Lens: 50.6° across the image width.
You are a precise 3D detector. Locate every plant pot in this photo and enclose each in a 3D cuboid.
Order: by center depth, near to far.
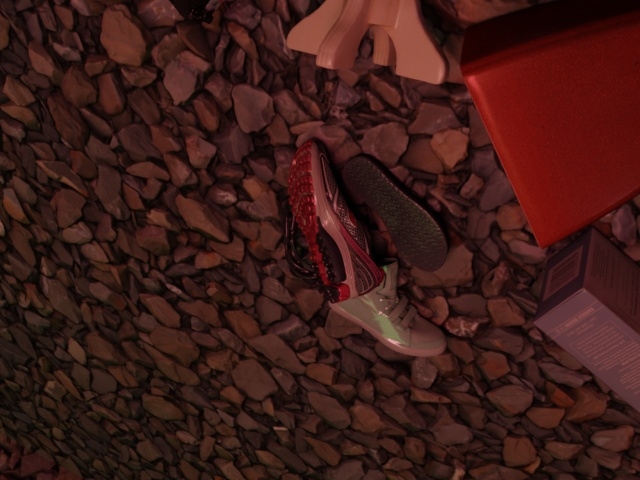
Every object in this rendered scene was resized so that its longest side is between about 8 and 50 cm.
[{"bbox_3d":[0.352,-0.193,0.907,0.235,0.267,0.267,-22,110,23],"label":"plant pot"}]

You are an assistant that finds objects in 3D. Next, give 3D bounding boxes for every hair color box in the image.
[{"bbox_3d":[0.532,0.171,1.094,0.374,0.185,0.113,39,130,-2],"label":"hair color box"}]

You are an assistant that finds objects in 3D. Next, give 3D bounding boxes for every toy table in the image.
[{"bbox_3d":[0.079,-0.327,0.962,0.274,0.252,0.161,25,116,33],"label":"toy table"}]

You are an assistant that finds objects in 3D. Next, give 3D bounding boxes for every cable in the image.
[{"bbox_3d":[0.000,0.000,1.308,0.150,0.047,0.185,-1,92,13],"label":"cable"}]

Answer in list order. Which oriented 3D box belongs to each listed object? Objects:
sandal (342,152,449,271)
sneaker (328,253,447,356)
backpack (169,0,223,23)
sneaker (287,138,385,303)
[{"bbox_3d":[0.147,-0.058,1.229,0.097,0.054,0.254,-38,90,32],"label":"sandal"},{"bbox_3d":[0.148,0.120,1.316,0.255,0.094,0.151,27,127,7],"label":"sneaker"},{"bbox_3d":[-0.187,-0.457,1.076,0.152,0.115,0.182,39,130,-17],"label":"backpack"},{"bbox_3d":[0.021,-0.039,1.230,0.121,0.112,0.299,-27,78,65],"label":"sneaker"}]
